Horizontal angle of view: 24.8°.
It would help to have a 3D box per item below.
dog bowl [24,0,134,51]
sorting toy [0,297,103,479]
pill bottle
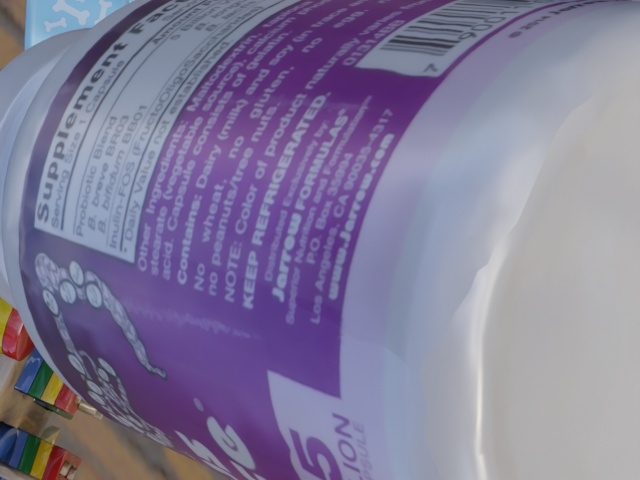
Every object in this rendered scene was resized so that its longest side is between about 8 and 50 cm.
[{"bbox_3d":[-0.183,-0.102,1.144,0.074,0.166,0.297,2,106,-2],"label":"dog bowl"},{"bbox_3d":[-0.156,0.104,0.814,0.046,0.132,0.274,23,167,5],"label":"sorting toy"},{"bbox_3d":[0.000,0.000,0.480,0.301,0.169,0.169,15,117,51],"label":"pill bottle"}]
